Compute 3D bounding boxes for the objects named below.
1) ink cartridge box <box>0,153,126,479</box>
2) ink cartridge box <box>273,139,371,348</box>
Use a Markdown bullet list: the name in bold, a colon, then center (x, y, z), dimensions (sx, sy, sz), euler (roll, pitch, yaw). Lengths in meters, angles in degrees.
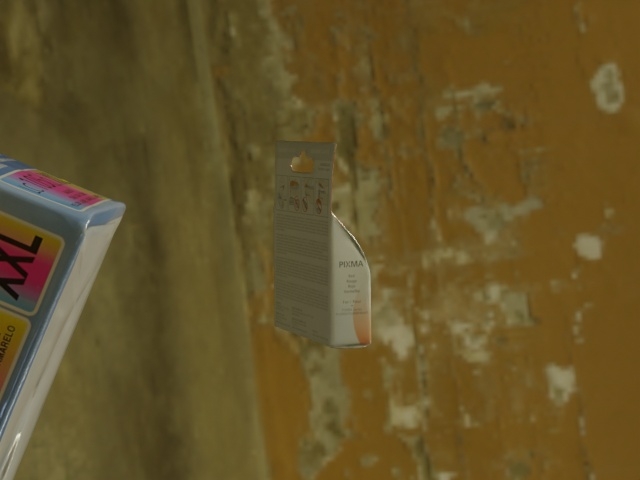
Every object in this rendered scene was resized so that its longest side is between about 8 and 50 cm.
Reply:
- **ink cartridge box**: center (-0.366, 0.027, 0.896), dimensions (0.151, 0.395, 0.270), euler (-57, 170, -87)
- **ink cartridge box**: center (0.000, 0.000, 1.259), dimensions (0.145, 0.045, 0.179), euler (-169, -99, -67)
